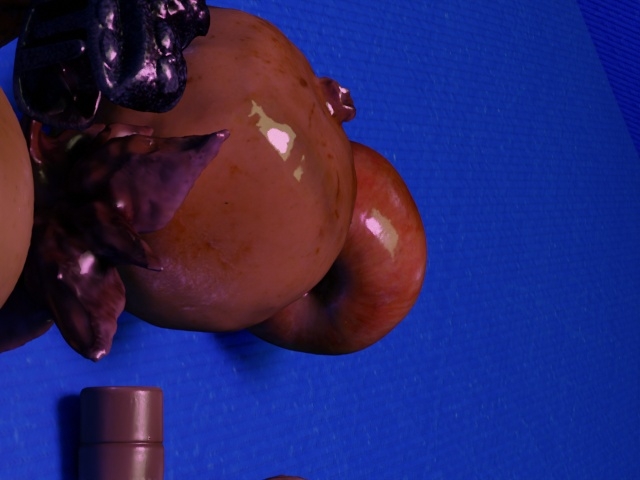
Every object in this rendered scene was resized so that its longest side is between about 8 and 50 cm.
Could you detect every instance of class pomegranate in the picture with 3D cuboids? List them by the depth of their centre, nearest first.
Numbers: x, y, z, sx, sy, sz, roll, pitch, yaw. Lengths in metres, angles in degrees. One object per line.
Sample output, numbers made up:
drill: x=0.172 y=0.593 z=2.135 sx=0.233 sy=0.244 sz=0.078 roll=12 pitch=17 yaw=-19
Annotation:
pomegranate: x=-0.111 y=-0.074 z=1.853 sx=0.332 sy=0.332 sz=0.332 roll=-11 pitch=90 yaw=-67

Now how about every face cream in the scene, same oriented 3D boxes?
face cream: x=-0.193 y=0.313 z=1.793 sx=0.137 sy=0.084 sz=0.341 roll=22 pitch=66 yaw=-75

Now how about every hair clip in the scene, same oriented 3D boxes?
hair clip: x=-0.190 y=-0.256 z=1.553 sx=0.206 sy=0.194 sz=0.310 roll=-35 pitch=113 yaw=-56

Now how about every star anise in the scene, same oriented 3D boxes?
star anise: x=-0.231 y=-0.033 z=1.628 sx=0.349 sy=0.292 sz=0.109 roll=-60 pitch=146 yaw=-16

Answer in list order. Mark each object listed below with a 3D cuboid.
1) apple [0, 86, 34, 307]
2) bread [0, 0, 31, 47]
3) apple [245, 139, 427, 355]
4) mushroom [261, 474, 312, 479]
apple: x=-0.344 y=-0.043 z=1.378 sx=0.258 sy=0.233 sz=0.295 roll=46 pitch=39 yaw=-57
bread: x=-0.350 y=-0.271 z=1.592 sx=0.253 sy=0.142 sz=0.227 roll=29 pitch=55 yaw=-58
apple: x=0.000 y=0.000 z=2.151 sx=0.264 sy=0.264 sz=0.264 roll=-11 pitch=90 yaw=-67
mushroom: x=0.029 y=0.393 z=1.965 sx=0.352 sy=0.260 sz=0.352 roll=43 pitch=13 yaw=-12
